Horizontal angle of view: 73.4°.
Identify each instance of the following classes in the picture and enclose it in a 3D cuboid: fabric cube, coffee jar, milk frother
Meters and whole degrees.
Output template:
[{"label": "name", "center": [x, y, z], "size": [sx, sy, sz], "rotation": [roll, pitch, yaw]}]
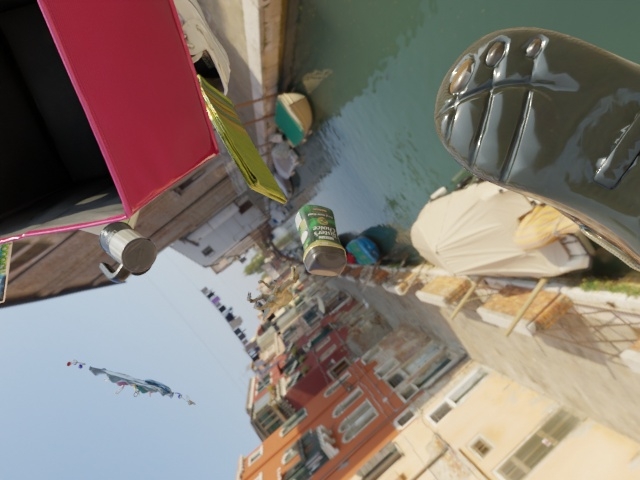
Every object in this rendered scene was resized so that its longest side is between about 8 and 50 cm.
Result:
[{"label": "fabric cube", "center": [-0.308, -0.165, 0.491], "size": [0.258, 0.259, 0.254], "rotation": [-75, -26, -63]}, {"label": "coffee jar", "center": [0.000, 0.000, 1.023], "size": [0.096, 0.079, 0.184], "rotation": [9, -139, -23]}, {"label": "milk frother", "center": [-0.439, 0.037, 1.030], "size": [0.135, 0.129, 0.143], "rotation": [24, -172, 41]}]

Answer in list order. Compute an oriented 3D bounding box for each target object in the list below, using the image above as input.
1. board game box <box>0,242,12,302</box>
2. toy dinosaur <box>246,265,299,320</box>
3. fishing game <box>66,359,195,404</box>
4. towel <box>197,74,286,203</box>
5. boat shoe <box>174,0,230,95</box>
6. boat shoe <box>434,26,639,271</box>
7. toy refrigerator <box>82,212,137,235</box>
[{"label": "board game box", "center": [-0.664, 0.009, 0.765], "size": [0.053, 0.305, 0.193], "rotation": [33, -156, 19]}, {"label": "toy dinosaur", "center": [-0.106, 0.132, 0.923], "size": [0.093, 0.183, 0.053], "rotation": [11, -144, -36]}, {"label": "fishing game", "center": [-0.404, 0.309, 0.913], "size": [0.264, 0.041, 0.189], "rotation": [25, 159, -18]}, {"label": "towel", "center": [-0.130, -0.165, 0.699], "size": [0.237, 0.021, 0.102], "rotation": [59, -162, 22]}, {"label": "boat shoe", "center": [-0.224, -0.333, 0.715], "size": [0.258, 0.095, 0.084], "rotation": [31, -136, -64]}, {"label": "boat shoe", "center": [0.231, -0.035, 0.277], "size": [0.324, 0.122, 0.120], "rotation": [41, -158, 23]}, {"label": "toy refrigerator", "center": [-0.673, -0.095, 1.235], "size": [0.270, 0.102, 0.094], "rotation": [20, 140, -19]}]
